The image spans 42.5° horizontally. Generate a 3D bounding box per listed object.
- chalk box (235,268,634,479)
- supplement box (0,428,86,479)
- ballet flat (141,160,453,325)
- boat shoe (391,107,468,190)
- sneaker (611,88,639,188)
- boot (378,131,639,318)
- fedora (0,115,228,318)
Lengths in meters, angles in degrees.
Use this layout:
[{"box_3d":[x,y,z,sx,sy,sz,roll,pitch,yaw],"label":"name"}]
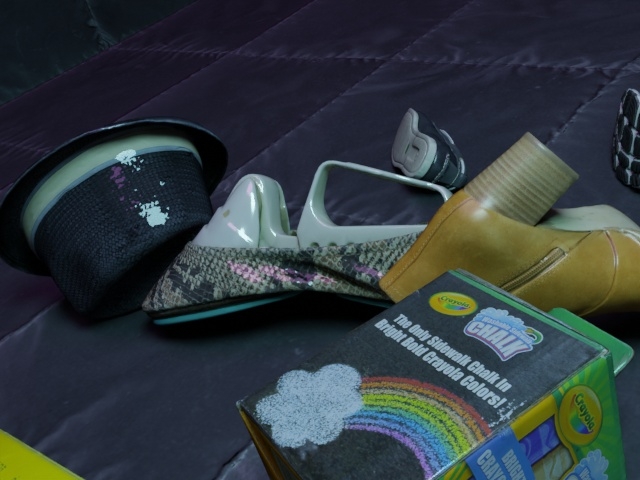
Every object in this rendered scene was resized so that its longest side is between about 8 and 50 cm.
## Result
[{"box_3d":[0.117,0.156,0.649,0.289,0.179,0.180,-29,31,-19],"label":"chalk box"},{"box_3d":[-0.226,0.263,0.535,0.194,0.195,0.356,-37,16,-29],"label":"supplement box"},{"box_3d":[0.000,0.000,0.948,0.483,0.182,0.164,-3,10,25],"label":"ballet flat"},{"box_3d":[0.156,-0.132,1.210,0.079,0.084,0.233,18,20,-13],"label":"boat shoe"},{"box_3d":[0.443,-0.099,0.993,0.118,0.107,0.279,-1,33,-8],"label":"sneaker"},{"box_3d":[0.217,0.054,0.786,0.211,0.295,0.104,-49,19,16],"label":"boot"},{"box_3d":[-0.251,-0.007,1.073,0.334,0.334,0.152,-24,65,-10],"label":"fedora"}]
